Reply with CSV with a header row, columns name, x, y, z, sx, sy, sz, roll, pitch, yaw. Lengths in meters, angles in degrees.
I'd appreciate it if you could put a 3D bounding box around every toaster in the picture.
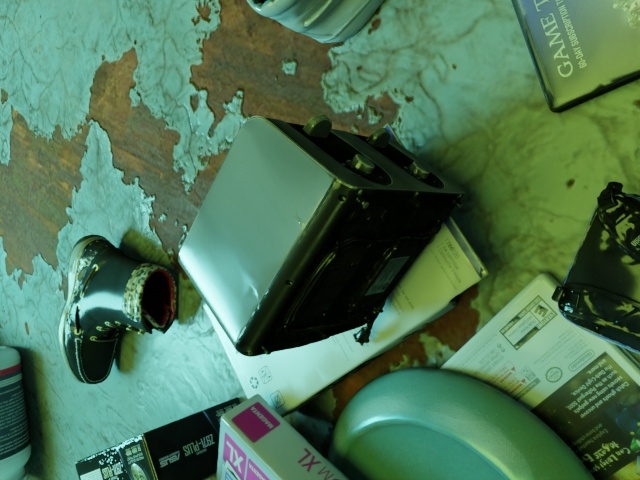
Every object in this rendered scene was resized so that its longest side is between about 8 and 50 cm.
name,x,y,z,sx,sy,sz,roll,pitch,yaw
toaster,0.000,0.000,0.450,0.110,0.168,0.186,47,120,28

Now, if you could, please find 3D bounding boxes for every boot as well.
name,x,y,z,sx,sy,sz,roll,pitch,yaw
boot,0.040,-0.288,0.494,0.258,0.123,0.095,-49,65,31
boot,-0.298,0.123,0.836,0.178,0.085,0.237,14,103,35

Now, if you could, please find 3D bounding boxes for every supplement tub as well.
name,x,y,z,sx,sy,sz,roll,pitch,yaw
supplement tub,-0.664,0.352,1.084,0.191,0.191,0.273,-7,90,39

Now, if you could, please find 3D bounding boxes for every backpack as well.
name,x,y,z,sx,sy,sz,roll,pitch,yaw
backpack,0.239,0.028,0.389,0.114,0.084,0.105,32,114,38

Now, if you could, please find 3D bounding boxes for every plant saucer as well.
name,x,y,z,sx,sy,sz,roll,pitch,yaw
plant saucer,0.114,0.277,0.522,0.317,0.043,0.318,11,106,41

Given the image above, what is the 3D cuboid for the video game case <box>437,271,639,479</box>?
name,x,y,z,sx,sy,sz,roll,pitch,yaw
video game case,0.187,0.153,0.486,0.173,0.022,0.190,51,122,24

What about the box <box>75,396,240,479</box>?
name,x,y,z,sx,sy,sz,roll,pitch,yaw
box,-0.199,0.279,0.729,0.180,0.147,0.078,-31,75,36

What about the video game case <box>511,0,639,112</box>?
name,x,y,z,sx,sy,sz,roll,pitch,yaw
video game case,0.261,-0.235,0.386,0.274,0.026,0.196,-22,81,39

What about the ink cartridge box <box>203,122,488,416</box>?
name,x,y,z,sx,sy,sz,roll,pitch,yaw
ink cartridge box,0.014,0.051,0.589,0.332,0.065,0.166,-41,69,35

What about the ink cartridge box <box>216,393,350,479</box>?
name,x,y,z,sx,sy,sz,roll,pitch,yaw
ink cartridge box,-0.043,0.343,0.620,0.185,0.065,0.311,32,129,35
